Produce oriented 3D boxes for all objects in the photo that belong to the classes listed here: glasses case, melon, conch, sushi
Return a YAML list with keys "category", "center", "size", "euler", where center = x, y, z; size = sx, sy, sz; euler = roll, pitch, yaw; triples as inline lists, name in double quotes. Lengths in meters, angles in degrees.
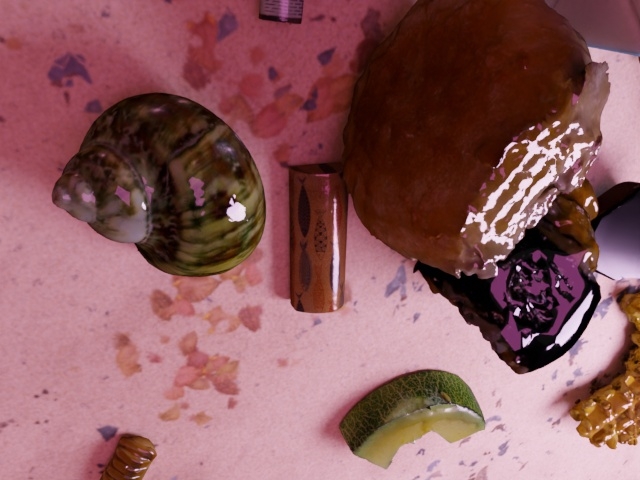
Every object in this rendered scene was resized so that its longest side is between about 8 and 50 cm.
- category: "glasses case"
  center: [0.000, 0.000, 0.601]
  size: [0.064, 0.041, 0.170]
  euler: [-7, 117, -17]
- category: "melon"
  center: [0.134, 0.252, 0.762]
  size: [0.209, 0.064, 0.118]
  euler: [-21, 125, -7]
- category: "conch"
  center: [-0.136, -0.035, 0.486]
  size: [0.181, 0.124, 0.187]
  euler: [6, 120, -20]
- category: "sushi"
  center: [0.216, 0.008, 0.597]
  size: [0.204, 0.200, 0.213]
  euler: [-44, 94, 5]

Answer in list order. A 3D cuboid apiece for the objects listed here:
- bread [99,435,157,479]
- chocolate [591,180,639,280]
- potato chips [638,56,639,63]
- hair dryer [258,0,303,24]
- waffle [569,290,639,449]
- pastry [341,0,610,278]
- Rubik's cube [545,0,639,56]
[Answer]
- category: "bread"
  center: [-0.233, 0.275, 0.650]
  size: [0.049, 0.034, 0.088]
  euler: [28, 103, -23]
- category: "chocolate"
  center: [0.389, -0.018, 0.718]
  size: [0.148, 0.080, 0.125]
  euler: [-3, 104, -12]
- category: "potato chips"
  center: [0.417, -0.298, 0.618]
  size: [0.026, 0.037, 0.204]
  euler: [12, 112, -15]
- category: "hair dryer"
  center: [0.035, -0.274, 0.488]
  size: [0.183, 0.044, 0.155]
  euler: [-5, 117, -24]
- category: "waffle"
  center: [0.543, 0.210, 0.892]
  size: [0.259, 0.069, 0.293]
  euler: [11, 107, -27]
- category: "pastry"
  center: [0.122, -0.101, 0.488]
  size: [0.120, 0.236, 0.257]
  euler: [13, 113, -35]
- category: "Rubik's cube"
  center: [0.365, -0.313, 0.404]
  size: [0.315, 0.322, 0.319]
  euler: [-6, 116, -9]
